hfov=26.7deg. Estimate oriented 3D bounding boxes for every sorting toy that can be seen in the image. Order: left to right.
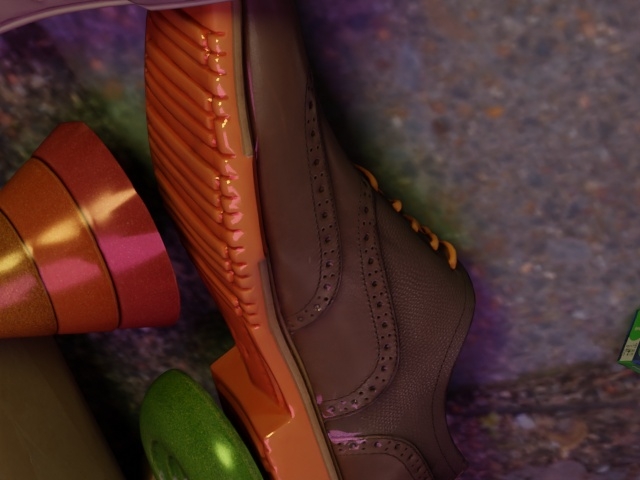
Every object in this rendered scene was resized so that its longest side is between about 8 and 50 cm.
[{"bbox_3d":[-0.108,0.127,0.704,0.127,0.126,0.365,7,121,64],"label":"sorting toy"}]

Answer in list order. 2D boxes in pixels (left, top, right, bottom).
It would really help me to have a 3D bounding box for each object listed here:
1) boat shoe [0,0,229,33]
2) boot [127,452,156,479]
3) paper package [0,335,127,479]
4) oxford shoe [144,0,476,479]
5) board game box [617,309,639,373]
[{"bbox_3d":[-0.151,-0.150,0.583,0.335,0.095,0.112,2,165,29],"label":"boat shoe"},{"bbox_3d":[-0.061,0.257,0.930,0.220,0.109,0.283,24,124,-15],"label":"boot"},{"bbox_3d":[-0.261,0.209,0.799,0.310,0.168,0.324,-22,98,29],"label":"paper package"},{"bbox_3d":[0.000,0.000,0.693,0.133,0.130,0.363,-20,124,-14],"label":"oxford shoe"},{"bbox_3d":[0.273,0.088,0.696,0.201,0.035,0.136,26,168,-11],"label":"board game box"}]
